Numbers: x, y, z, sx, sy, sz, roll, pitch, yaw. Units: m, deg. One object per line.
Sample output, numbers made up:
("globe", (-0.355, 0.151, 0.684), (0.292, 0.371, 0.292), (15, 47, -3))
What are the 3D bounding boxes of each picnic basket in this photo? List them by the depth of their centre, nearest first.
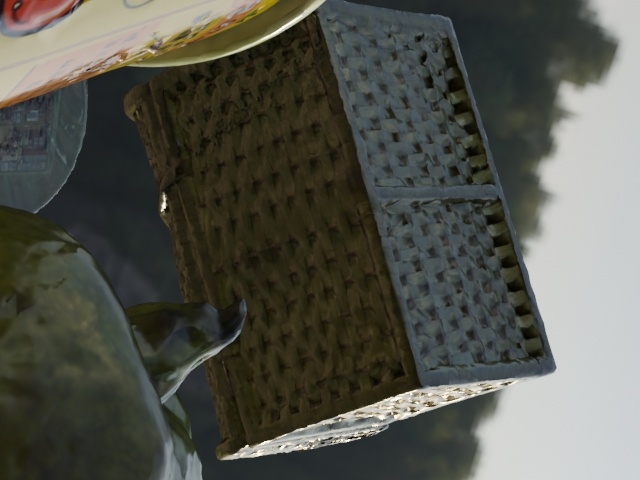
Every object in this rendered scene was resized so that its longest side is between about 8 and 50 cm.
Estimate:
("picnic basket", (0.000, 0.000, 0.970), (0.134, 0.154, 0.196), (-4, 76, -56))

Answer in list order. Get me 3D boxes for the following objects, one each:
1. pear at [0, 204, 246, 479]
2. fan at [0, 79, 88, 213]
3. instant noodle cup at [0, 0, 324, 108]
("pear", (-0.197, 0.099, 0.676), (0.287, 0.375, 0.287), (158, -90, -87))
("fan", (-0.227, -0.123, 1.308), (0.012, 0.223, 0.294), (26, -97, 47))
("instant noodle cup", (-0.089, -0.095, 0.356), (0.144, 0.182, 0.182), (-39, 154, -50))
